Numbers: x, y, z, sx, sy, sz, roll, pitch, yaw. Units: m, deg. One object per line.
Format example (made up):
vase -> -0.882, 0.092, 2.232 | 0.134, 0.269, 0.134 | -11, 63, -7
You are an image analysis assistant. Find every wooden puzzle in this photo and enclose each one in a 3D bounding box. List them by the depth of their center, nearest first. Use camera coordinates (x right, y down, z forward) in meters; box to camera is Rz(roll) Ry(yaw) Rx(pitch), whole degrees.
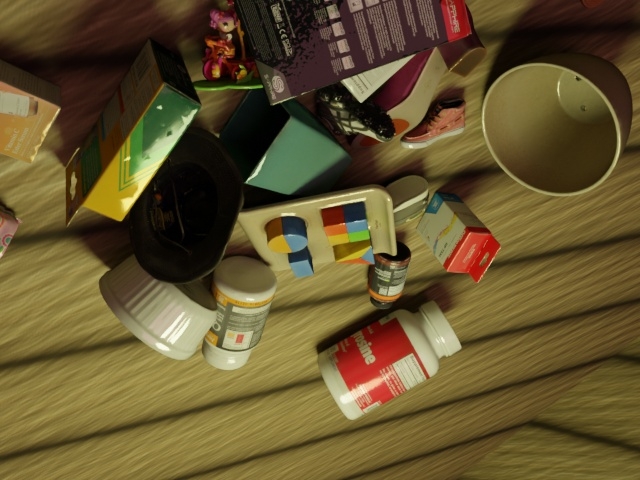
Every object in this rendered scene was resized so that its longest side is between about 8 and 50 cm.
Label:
wooden puzzle -> 0.000, 0.000, 1.303 | 0.347, 0.081, 0.322 | -6, 154, 7

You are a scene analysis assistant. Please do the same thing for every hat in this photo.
hat -> -0.248, -0.065, 1.151 | 0.134, 0.331, 0.331 | 2, 131, -55

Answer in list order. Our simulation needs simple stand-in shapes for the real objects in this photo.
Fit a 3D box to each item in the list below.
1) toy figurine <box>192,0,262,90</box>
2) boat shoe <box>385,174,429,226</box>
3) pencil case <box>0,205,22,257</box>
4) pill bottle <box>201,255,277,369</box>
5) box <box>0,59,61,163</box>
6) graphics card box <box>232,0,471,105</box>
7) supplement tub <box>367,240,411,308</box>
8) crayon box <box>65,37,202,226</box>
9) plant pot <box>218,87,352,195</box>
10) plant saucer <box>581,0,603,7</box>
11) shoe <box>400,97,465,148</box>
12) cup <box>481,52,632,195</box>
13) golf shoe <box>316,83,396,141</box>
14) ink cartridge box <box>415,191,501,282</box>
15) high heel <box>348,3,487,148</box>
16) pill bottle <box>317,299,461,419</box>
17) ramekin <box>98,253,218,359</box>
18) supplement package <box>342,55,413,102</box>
toy figurine -> -0.164, -0.369, 1.030 | 0.173, 0.130, 0.159 | -22, 125, -38
boat shoe -> 0.135, -0.064, 1.426 | 0.304, 0.109, 0.091 | -22, 139, -2
pencil case -> -0.706, -0.067, 1.038 | 0.124, 0.124, 0.284 | -37, 134, 8
pill bottle -> -0.218, 0.191, 1.443 | 0.162, 0.162, 0.279 | 2, 126, -26
box -> -0.562, -0.235, 0.975 | 0.170, 0.091, 0.130 | 21, 117, -37
graphics card box -> 0.046, -0.402, 0.954 | 0.370, 0.094, 0.233 | -21, 114, 0
supplement tub -> 0.189, 0.101, 1.594 | 0.105, 0.106, 0.198 | -7, 131, -19
crayon box -> -0.355, -0.185, 1.036 | 0.083, 0.203, 0.323 | 27, 114, -39
plant pot -> -0.057, -0.197, 1.195 | 0.234, 0.166, 0.165 | 18, 119, -43
plant saucer -> 0.637, -0.578, 1.289 | 0.083, 0.013, 0.084 | -13, 132, -15
shoe -> 0.269, -0.282, 1.339 | 0.177, 0.063, 0.081 | -20, 132, -15
cup -> 0.588, -0.307, 1.323 | 0.237, 0.331, 0.331 | -39, 139, -27
golf shoe -> 0.073, -0.257, 1.201 | 0.077, 0.198, 0.094 | -37, 156, -36
ink cartridge box -> 0.361, -0.009, 1.491 | 0.077, 0.231, 0.134 | 5, 125, -28
high heel -> 0.184, -0.363, 1.240 | 0.377, 0.182, 0.127 | -35, 152, 32
pill bottle -> 0.214, 0.358, 1.735 | 0.407, 0.229, 0.229 | -30, 134, 1
ramekin -> -0.352, 0.131, 1.271 | 0.127, 0.273, 0.273 | -46, 132, 1
supplement package -> 0.111, -0.420, 1.098 | 0.244, 0.134, 0.139 | -40, 132, 10
